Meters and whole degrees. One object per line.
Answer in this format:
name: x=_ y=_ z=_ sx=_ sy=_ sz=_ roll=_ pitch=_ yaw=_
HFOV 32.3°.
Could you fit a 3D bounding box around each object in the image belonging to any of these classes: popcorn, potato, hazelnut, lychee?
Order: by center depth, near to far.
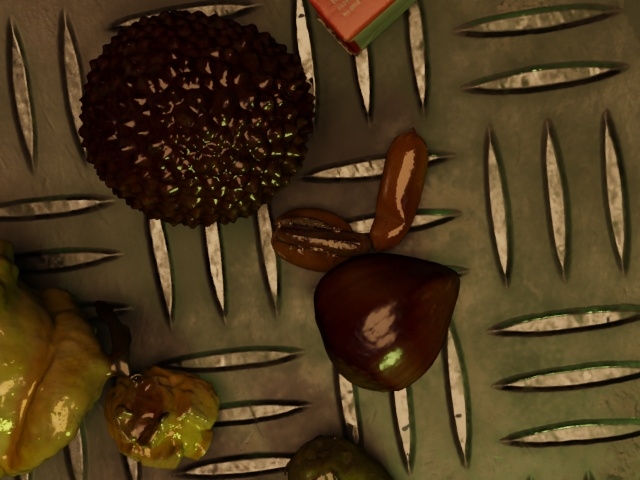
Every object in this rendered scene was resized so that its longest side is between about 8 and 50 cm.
lychee: x=-0.164 y=-0.155 z=1.459 sx=0.306 sy=0.330 sz=0.306 roll=-6 pitch=108 yaw=-21
popcorn: x=-0.426 y=0.159 z=1.485 sx=0.381 sy=0.349 sz=0.349 roll=-6 pitch=92 yaw=12
hazelnut: x=0.097 y=0.099 z=1.493 sx=0.208 sy=0.208 sz=0.208 roll=0 pitch=93 yaw=6
potato: x=0.049 y=0.386 z=1.551 sx=0.149 sy=0.113 sz=0.251 roll=-39 pitch=97 yaw=-1
popcorn: x=-0.224 y=0.249 z=1.561 sx=0.167 sy=0.152 sz=0.148 roll=-3 pitch=65 yaw=7

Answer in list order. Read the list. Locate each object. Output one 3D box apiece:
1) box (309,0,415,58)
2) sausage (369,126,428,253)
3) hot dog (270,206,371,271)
box: x=0.074 y=-0.350 z=1.502 sx=0.182 sy=0.133 sz=0.099 roll=-41 pitch=85 yaw=7
sausage: x=0.112 y=-0.069 z=1.551 sx=0.062 sy=0.054 sz=0.183 roll=16 pitch=97 yaw=37
hot dog: x=-0.001 y=0.002 z=1.562 sx=0.140 sy=0.060 sz=0.090 roll=18 pitch=99 yaw=1
